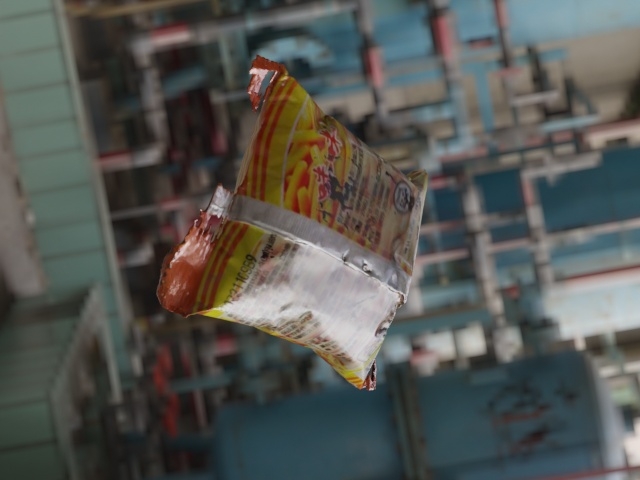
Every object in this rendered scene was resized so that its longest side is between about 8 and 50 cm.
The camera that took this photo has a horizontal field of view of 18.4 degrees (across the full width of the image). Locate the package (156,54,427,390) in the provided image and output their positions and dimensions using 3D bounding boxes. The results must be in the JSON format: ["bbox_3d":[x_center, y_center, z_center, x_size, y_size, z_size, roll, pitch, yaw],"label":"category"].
[{"bbox_3d":[0.002,-0.007,1.691,0.288,0.108,0.223,28,76,-52],"label":"package"}]
